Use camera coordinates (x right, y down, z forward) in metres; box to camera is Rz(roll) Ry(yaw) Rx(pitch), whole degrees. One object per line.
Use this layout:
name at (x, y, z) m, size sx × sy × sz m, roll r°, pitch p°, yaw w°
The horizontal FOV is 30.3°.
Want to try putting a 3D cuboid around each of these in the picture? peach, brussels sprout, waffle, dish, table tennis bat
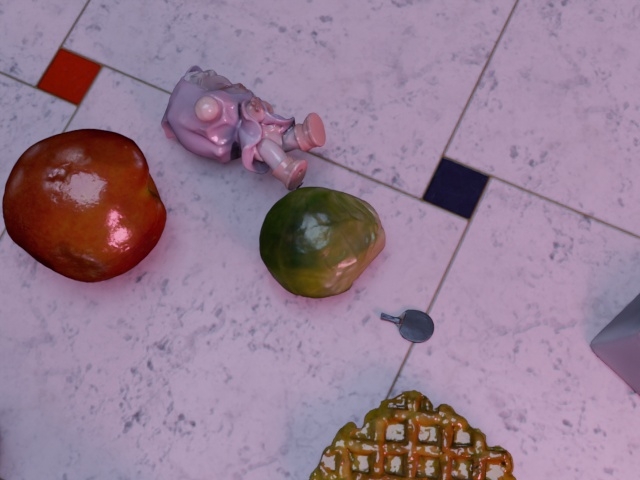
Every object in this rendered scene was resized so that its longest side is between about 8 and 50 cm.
peach at (-0.355, -0.049, 1.774) m, size 0.243 × 0.199 × 0.244 m, roll 0°, pitch 83°, yaw 2°
brussels sprout at (0.000, -0.004, 1.768) m, size 0.180 × 0.144 × 0.161 m, roll -30°, pitch 57°, yaw -22°
waffle at (0.140, 0.381, 1.663) m, size 0.302 × 0.068 × 0.325 m, roll -41°, pitch 75°, yaw -11°
dish at (0.542, 0.168, 1.713) m, size 0.182 × 0.080 × 0.243 m, roll -42°, pitch 73°, yaw -11°
table tennis bat at (0.131, 0.126, 1.786) m, size 0.083 × 0.007 × 0.050 m, roll 16°, pitch 72°, yaw 7°

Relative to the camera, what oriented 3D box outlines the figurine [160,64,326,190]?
figurine at (-0.125, -0.174, 1.828) m, size 0.275 × 0.200 × 0.133 m, roll 26°, pitch 106°, yaw 25°
